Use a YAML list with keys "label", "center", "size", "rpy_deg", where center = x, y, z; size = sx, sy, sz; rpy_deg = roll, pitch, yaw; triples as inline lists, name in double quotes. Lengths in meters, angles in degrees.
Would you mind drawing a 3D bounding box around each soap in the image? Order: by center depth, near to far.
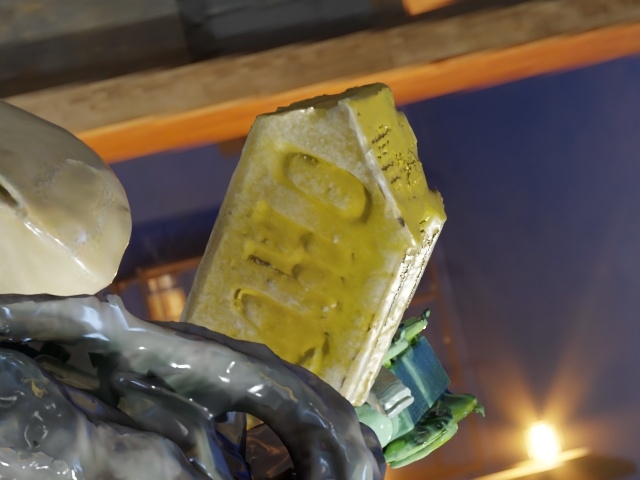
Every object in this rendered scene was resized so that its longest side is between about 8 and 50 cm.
- label: "soap"
  center: [0.000, 0.000, 1.245]
  size: [0.160, 0.257, 0.080]
  rpy_deg: [27, -154, 12]

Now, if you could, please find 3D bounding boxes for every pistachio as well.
- label: "pistachio"
  center: [-0.228, -0.036, 1.156]
  size: [0.126, 0.223, 0.152]
  rpy_deg: [-51, 155, -8]

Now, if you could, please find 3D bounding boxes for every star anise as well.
- label: "star anise"
  center: [-0.050, 0.131, 0.521]
  size: [0.139, 0.316, 0.359]
  rpy_deg: [-25, -168, 28]

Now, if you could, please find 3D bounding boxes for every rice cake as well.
- label: "rice cake"
  center: [0.033, 0.115, 1.404]
  size: [0.033, 0.029, 0.171]
  rpy_deg: [-36, -157, -12]

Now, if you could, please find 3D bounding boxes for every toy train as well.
- label: "toy train"
  center: [0.059, 0.187, 1.835]
  size: [0.188, 0.159, 0.271]
  rpy_deg: [-29, 180, 19]
